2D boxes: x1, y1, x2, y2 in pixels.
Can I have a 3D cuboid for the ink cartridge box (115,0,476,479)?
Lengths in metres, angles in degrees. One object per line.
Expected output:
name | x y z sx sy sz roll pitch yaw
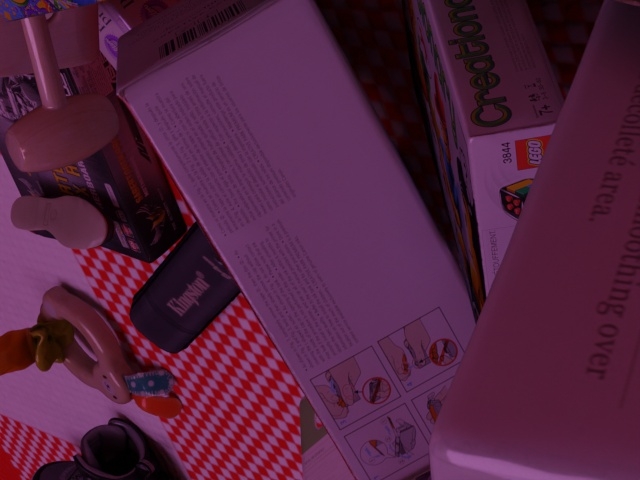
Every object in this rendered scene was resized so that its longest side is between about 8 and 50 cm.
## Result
ink cartridge box | -0.006 -0.026 1.002 0.309 0.130 0.272 60 -178 -17

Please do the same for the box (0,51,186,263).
box | -0.239 -0.100 1.389 0.183 0.056 0.231 17 138 39

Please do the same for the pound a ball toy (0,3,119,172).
pound a ball toy | -0.196 -0.232 1.028 0.208 0.135 0.319 31 128 49

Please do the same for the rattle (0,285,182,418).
rattle | -0.273 0.157 1.650 0.200 0.143 0.130 46 131 13

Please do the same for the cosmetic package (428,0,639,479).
cosmetic package | 0.290 0.103 0.624 0.393 0.329 0.327 8 135 22

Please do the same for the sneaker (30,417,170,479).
sneaker | -0.278 0.288 1.840 0.268 0.101 0.153 9 132 38

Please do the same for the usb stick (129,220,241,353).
usb stick | -0.120 0.041 1.415 0.077 0.045 0.278 47 148 0

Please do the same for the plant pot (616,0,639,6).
plant pot | 0.196 -0.233 0.597 0.215 0.215 0.230 16 124 41

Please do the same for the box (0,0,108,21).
box | -0.027 -0.263 0.722 0.279 0.290 0.177 0 126 49

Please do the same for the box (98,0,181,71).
box | -0.226 -0.278 1.165 0.324 0.067 0.063 52 148 -7

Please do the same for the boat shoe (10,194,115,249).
boat shoe | -0.235 -0.017 1.385 0.137 0.049 0.043 10 176 42

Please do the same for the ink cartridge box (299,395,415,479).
ink cartridge box | 0.032 0.237 1.359 0.056 0.235 0.171 9 153 -18

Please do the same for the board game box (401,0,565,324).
board game box | 0.089 -0.078 0.835 0.305 0.053 0.193 -99 -2 -49

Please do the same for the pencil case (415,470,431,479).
pencil case | 0.093 0.267 1.372 0.086 0.088 0.206 54 149 9
